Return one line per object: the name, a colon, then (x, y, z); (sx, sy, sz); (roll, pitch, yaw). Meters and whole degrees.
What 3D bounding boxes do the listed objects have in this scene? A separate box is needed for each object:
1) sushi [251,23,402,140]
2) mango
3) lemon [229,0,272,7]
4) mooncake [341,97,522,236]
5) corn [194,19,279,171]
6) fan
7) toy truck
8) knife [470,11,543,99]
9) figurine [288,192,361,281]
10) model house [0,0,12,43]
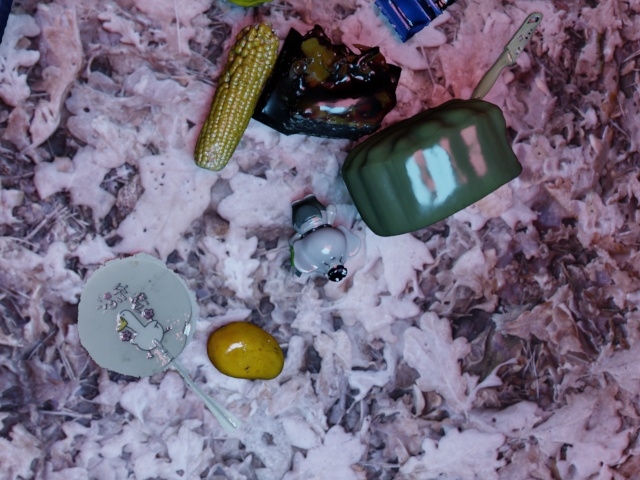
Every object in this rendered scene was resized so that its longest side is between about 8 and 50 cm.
sushi: (0.026, -0.297, 1.348); (0.227, 0.212, 0.215); (25, 86, -19)
mango: (-0.146, 0.222, 1.369); (0.165, 0.089, 0.115); (10, 94, -18)
lemon: (-0.144, -0.552, 1.312); (0.193, 0.181, 0.180); (42, 80, -17)
mooncake: (0.208, -0.155, 1.341); (0.351, 0.351, 0.187); (-32, 104, -14)
corn: (-0.166, -0.286, 1.353); (0.097, 0.097, 0.319); (23, 86, -16)
fan: (-0.302, 0.212, 1.318); (0.233, 0.012, 0.414); (-40, 88, -1)
toy truck: (0.231, -0.529, 1.448); (0.208, 0.126, 0.113); (-42, 102, -11)
knife: (0.426, -0.414, 1.563); (0.043, 0.020, 0.293); (37, 80, -12)
figurine: (0.000, 0.000, 1.386); (0.147, 0.126, 0.192); (-22, 65, -4)
model house: (-0.663, -0.436, 1.124); (0.280, 0.245, 0.312); (-34, 109, -9)
